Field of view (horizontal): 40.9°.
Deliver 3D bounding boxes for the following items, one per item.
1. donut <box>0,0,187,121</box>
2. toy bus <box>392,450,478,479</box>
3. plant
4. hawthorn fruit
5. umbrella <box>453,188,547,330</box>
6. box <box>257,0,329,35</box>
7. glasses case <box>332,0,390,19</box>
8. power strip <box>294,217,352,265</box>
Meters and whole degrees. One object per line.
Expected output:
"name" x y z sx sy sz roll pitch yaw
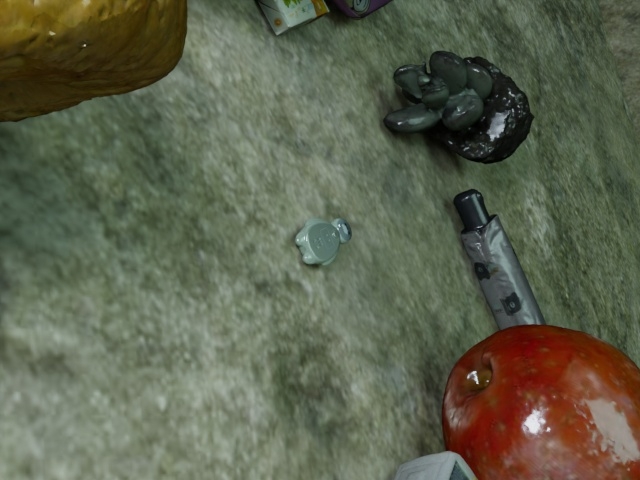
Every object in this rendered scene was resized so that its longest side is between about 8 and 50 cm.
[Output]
"donut" -0.222 -0.148 0.482 0.317 0.299 0.150 -13 95 -30
"toy bus" 0.091 0.358 0.826 0.138 0.097 0.342 59 33 -13
"plant" 0.205 -0.204 1.265 0.149 0.146 0.275 35 16 34
"hawthorn fruit" 0.284 0.232 1.036 0.284 0.284 0.284 33 47 -44
"umbrella" 0.285 0.080 1.304 0.337 0.067 0.073 66 21 -4
"box" -0.070 -0.367 1.055 0.220 0.032 0.122 62 32 -10
"glasses case" 0.078 -0.408 1.256 0.123 0.076 0.316 61 33 -14
"power strip" 0.000 0.000 0.963 0.083 0.035 0.055 -27 95 -45
